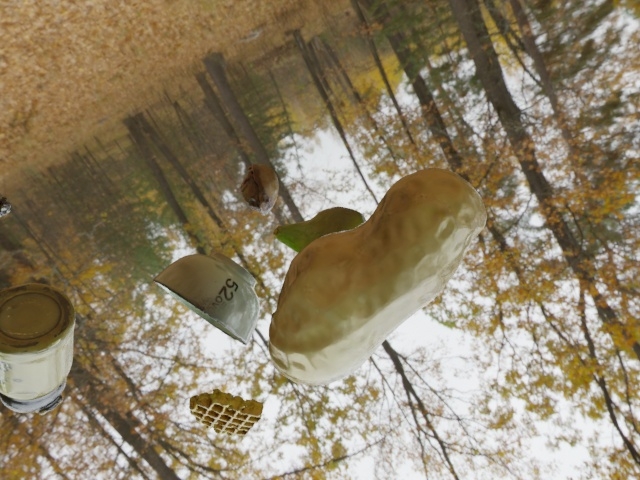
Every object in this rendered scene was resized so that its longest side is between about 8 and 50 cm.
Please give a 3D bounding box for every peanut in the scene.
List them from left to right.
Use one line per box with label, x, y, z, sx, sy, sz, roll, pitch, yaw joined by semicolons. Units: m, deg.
peanut;0.047;0.044;0.535;0.319;0.147;0.148;-47;-166;19

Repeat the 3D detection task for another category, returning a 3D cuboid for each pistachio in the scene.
pistachio;-0.206;-0.172;1.546;0.130;0.165;0.210;-20;-133;8

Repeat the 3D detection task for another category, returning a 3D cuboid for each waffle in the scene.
waffle;-0.320;0.553;1.466;0.229;0.219;0.057;-54;-160;39

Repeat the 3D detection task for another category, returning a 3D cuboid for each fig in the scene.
fig;0.000;0.000;1.341;0.274;0.206;0.206;2;-157;1

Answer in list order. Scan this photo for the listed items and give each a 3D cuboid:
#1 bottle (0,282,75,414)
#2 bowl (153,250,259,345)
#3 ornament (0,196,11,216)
bottle;-0.652;0.266;1.034;0.351;0.171;0.171;-60;177;39
bowl;-0.326;0.158;1.460;0.185;0.354;0.353;-55;-153;-18
ornament;-0.743;-0.028;0.949;0.203;0.081;0.088;-22;153;-6
